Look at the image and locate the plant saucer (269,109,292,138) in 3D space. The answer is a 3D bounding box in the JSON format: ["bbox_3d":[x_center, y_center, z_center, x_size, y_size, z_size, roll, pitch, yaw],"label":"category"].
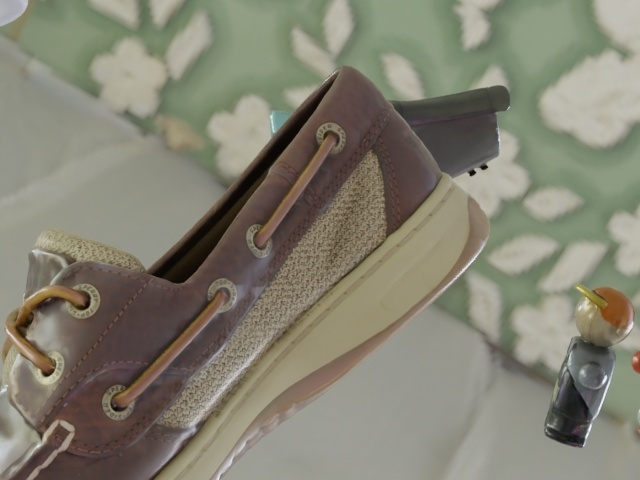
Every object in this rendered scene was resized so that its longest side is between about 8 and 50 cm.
[{"bbox_3d":[0.000,0.000,1.203,0.067,0.192,0.018,12,-137,16],"label":"plant saucer"}]

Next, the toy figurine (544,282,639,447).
[{"bbox_3d":[0.306,0.121,1.456,0.209,0.148,0.213,9,-165,-38],"label":"toy figurine"}]

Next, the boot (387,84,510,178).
[{"bbox_3d":[0.067,-0.040,1.344,0.137,0.198,0.077,-10,-115,-6],"label":"boot"}]

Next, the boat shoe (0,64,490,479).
[{"bbox_3d":[-0.085,0.048,0.762,0.123,0.342,0.123,55,163,-11],"label":"boat shoe"}]

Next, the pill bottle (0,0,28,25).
[{"bbox_3d":[-0.178,-0.203,0.798,0.117,0.215,0.117,-6,170,-1],"label":"pill bottle"}]
